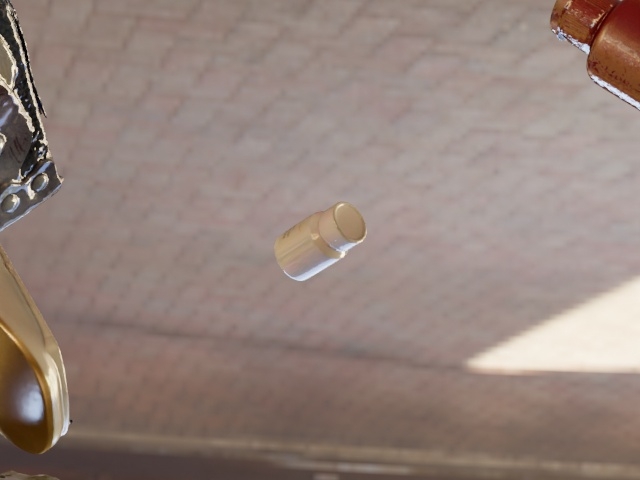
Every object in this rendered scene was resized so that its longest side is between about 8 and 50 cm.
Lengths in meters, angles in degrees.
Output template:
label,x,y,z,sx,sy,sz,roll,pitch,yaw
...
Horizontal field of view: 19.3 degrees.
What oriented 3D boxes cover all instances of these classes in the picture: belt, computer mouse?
label,x,y,z,sx,sy,sz,roll,pitch,yaw
belt,-0.258,-0.116,1.319,0.122,0.128,0.218,35,149,33
computer mouse,-0.190,0.028,1.010,0.044,0.199,0.102,-20,142,-22

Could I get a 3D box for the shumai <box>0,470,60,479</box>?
label,x,y,z,sx,sy,sz,roll,pitch,yaw
shumai,-0.126,0.238,1.049,0.222,0.225,0.261,-2,-151,-30

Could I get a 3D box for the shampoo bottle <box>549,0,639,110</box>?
label,x,y,z,sx,sy,sz,roll,pitch,yaw
shampoo bottle,0.330,-0.160,1.748,0.260,0.102,0.064,37,-171,31

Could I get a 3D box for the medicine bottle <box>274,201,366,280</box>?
label,x,y,z,sx,sy,sz,roll,pitch,yaw
medicine bottle,0.000,0.000,1.825,0.052,0.052,0.089,14,147,-40
